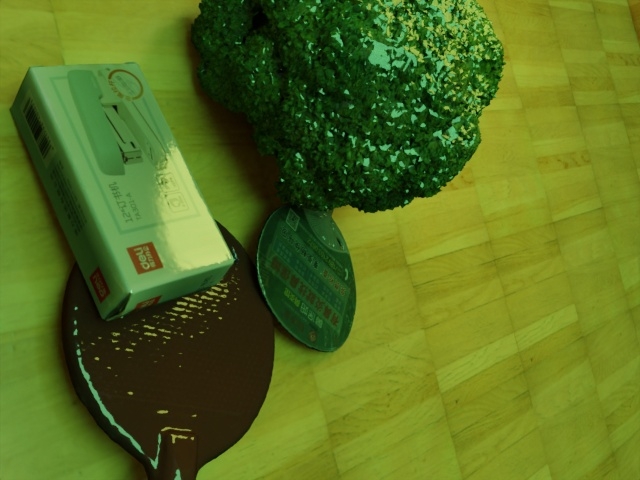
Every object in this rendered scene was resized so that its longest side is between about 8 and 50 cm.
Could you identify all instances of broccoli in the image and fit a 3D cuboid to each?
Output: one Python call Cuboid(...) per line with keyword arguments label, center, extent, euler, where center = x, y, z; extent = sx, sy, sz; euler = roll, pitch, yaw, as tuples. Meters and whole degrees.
Cuboid(label="broccoli", center=(0.044, -0.209, 0.891), extent=(0.413, 0.310, 0.321), euler=(-2, 60, -9))

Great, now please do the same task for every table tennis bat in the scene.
Cuboid(label="table tennis bat", center=(-0.156, 0.146, 0.760), extent=(0.268, 0.051, 0.415), euler=(20, 57, -39))

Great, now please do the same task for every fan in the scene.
Cuboid(label="fan", center=(-0.018, 0.006, 0.953), extent=(0.223, 0.012, 0.294), euler=(10, 72, -53))

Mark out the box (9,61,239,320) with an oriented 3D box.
Cuboid(label="box", center=(-0.208, -0.058, 0.734), extent=(0.135, 0.079, 0.269), euler=(-16, 75, -43))
